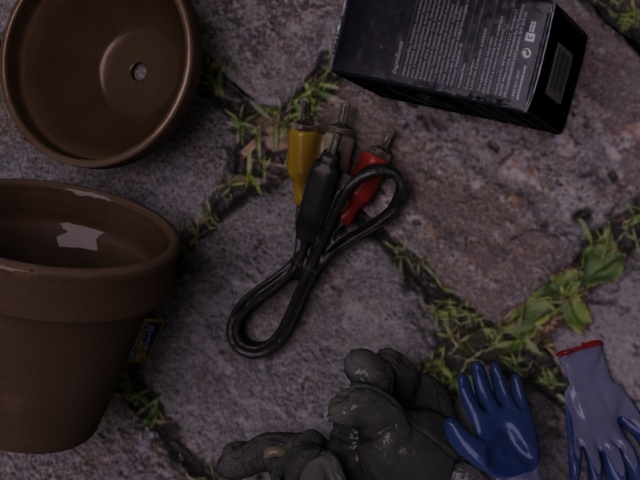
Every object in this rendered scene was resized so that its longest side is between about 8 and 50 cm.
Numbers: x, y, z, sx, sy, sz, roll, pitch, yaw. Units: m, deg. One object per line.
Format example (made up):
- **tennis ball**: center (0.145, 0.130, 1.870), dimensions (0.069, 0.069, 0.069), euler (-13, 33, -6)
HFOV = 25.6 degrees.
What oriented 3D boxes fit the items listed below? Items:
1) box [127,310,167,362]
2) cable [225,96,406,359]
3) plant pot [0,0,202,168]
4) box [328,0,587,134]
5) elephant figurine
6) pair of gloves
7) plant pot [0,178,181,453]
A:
- **box**: center (-0.258, 0.073, 1.561), dimensions (0.169, 0.054, 0.059), euler (29, 97, 21)
- **cable**: center (0.000, 0.000, 1.478), dimensions (0.139, 0.072, 0.287), euler (21, 107, 5)
- **plant pot**: center (-0.222, -0.191, 1.533), dimensions (0.237, 0.109, 0.237), euler (-2, 85, 22)
- **box**: center (0.136, -0.183, 1.367), dimensions (0.207, 0.153, 0.108), euler (15, 92, 21)
- **elephant figurine**: center (0.026, 0.234, 1.403), dimensions (0.169, 0.186, 0.239), euler (31, 115, -22)
- **pair of gloves**: center (0.216, 0.181, 1.332), dimensions (0.198, 0.023, 0.159), euler (-11, 71, -15)
- **plant pot**: center (-0.289, 0.084, 1.428), dimensions (0.263, 0.263, 0.229), euler (20, 110, 22)
